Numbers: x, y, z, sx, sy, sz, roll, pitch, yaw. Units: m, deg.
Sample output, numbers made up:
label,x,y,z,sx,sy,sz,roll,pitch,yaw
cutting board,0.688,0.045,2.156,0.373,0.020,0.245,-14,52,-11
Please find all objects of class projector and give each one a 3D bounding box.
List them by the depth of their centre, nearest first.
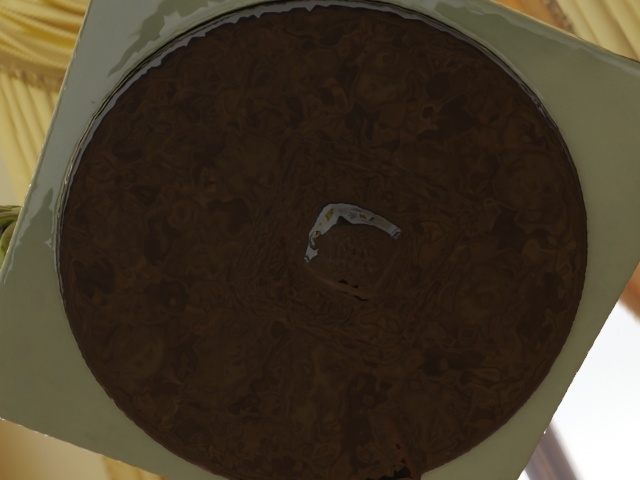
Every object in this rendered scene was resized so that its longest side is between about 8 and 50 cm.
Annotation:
label,x,y,z,sx,sy,sz,roll,pitch,yaw
projector,0.000,0.000,0.454,0.079,0.257,0.259,-89,21,-72

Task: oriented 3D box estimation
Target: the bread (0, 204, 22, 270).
label,x,y,z,sx,sy,sz,roll,pitch,yaw
bread,-0.229,0.012,0.794,0.130,0.071,0.139,17,4,3
